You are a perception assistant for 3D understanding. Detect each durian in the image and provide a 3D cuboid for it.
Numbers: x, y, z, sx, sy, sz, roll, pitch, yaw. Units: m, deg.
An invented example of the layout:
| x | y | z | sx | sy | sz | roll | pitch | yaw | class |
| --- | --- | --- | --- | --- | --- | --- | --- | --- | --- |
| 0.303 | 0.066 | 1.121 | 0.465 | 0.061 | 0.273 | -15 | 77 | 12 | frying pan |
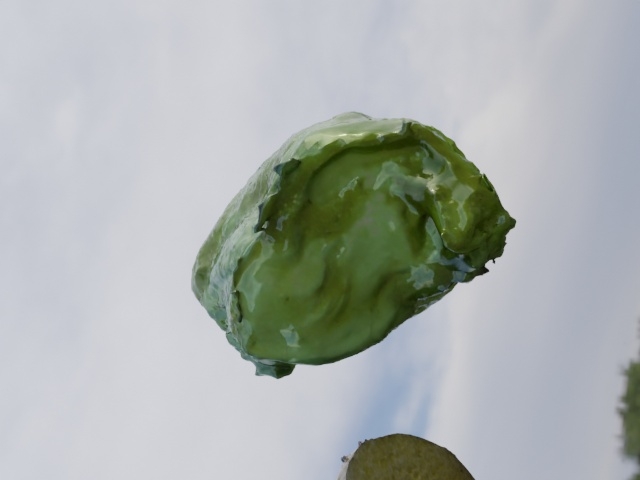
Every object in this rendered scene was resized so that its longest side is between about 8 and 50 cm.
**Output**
| x | y | z | sx | sy | sz | roll | pitch | yaw | class |
| --- | --- | --- | --- | --- | --- | --- | --- | --- | --- |
| 0.000 | 0.000 | 1.149 | 0.256 | 0.340 | 0.204 | -39 | -75 | -10 | durian |

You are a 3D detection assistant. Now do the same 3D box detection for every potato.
| x | y | z | sx | sy | sz | roll | pitch | yaw | class |
| --- | --- | --- | --- | --- | --- | --- | --- | --- | --- |
| 0.109 | 0.395 | 1.686 | 0.299 | 0.116 | 0.239 | 11 | -127 | -44 | potato |
